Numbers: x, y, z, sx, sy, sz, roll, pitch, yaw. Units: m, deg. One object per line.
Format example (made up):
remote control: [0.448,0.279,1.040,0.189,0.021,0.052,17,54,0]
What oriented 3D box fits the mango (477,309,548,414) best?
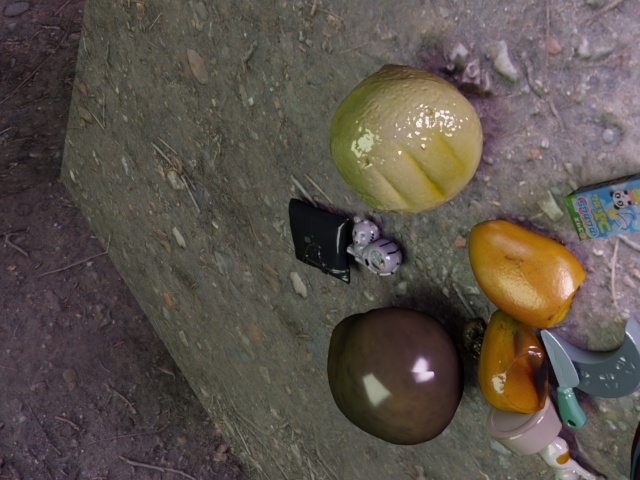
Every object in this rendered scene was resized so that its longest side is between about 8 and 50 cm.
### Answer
mango: [0.433,0.275,1.519,0.166,0.136,0.236,-113,24,-80]

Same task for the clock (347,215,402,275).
clock: [0.149,0.013,1.766,0.176,0.080,0.117,35,137,36]

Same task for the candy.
candy: [0.558,-0.064,1.206,0.194,0.062,0.097,-16,101,56]

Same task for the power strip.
power strip: [0.588,0.257,1.395,0.253,0.054,0.167,-30,88,55]

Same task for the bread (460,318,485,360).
bread: [0.391,0.257,1.642,0.113,0.060,0.082,56,143,6]

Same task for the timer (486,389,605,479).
timer: [0.544,0.489,1.562,0.266,0.175,0.175,48,147,-12]

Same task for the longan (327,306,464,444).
longan: [0.192,0.342,1.714,0.404,0.336,0.404,43,154,28]

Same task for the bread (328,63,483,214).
bread: [0.181,-0.205,1.381,0.237,0.321,0.320,-130,31,-50]

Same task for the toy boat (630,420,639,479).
toy boat: [0.712,0.408,1.333,0.136,0.079,0.392,30,137,35]

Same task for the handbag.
handbag: [0.000,0.000,1.941,0.254,0.089,0.211,22,124,44]

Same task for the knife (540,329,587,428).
knife: [0.534,0.307,1.429,0.063,0.035,0.260,7,126,52]

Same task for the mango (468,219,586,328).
mango: [0.420,0.064,1.406,0.257,0.138,0.187,34,125,25]
